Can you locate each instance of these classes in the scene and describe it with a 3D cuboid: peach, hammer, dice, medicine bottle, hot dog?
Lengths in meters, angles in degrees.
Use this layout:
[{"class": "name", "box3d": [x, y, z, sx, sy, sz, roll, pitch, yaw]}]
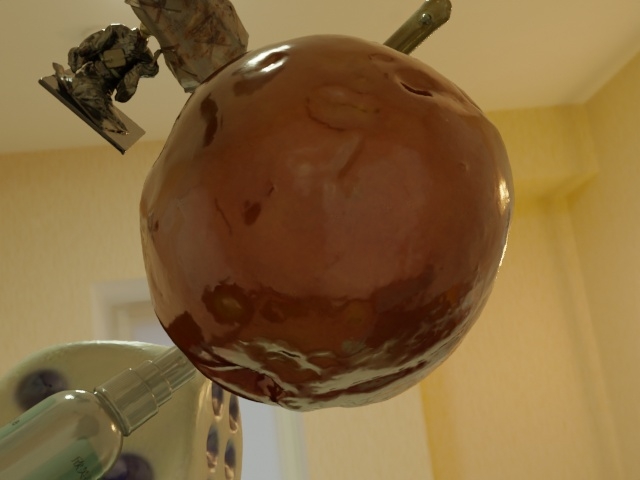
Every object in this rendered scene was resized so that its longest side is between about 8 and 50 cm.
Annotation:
[{"class": "peach", "box3d": [0.000, 0.000, 0.739, 0.343, 0.301, 0.343, 10, -31, 6]}, {"class": "hammer", "box3d": [0.102, -0.296, 1.401, 0.305, 0.202, 0.113, -39, -17, 23]}, {"class": "dice", "box3d": [-0.289, 0.308, 1.200, 0.304, 0.277, 0.304, -2, -27, 7]}, {"class": "medicine bottle", "box3d": [-0.289, 0.230, 0.915, 0.352, 0.110, 0.110, -34, 1, -31]}, {"class": "hot dog", "box3d": [-0.185, -0.305, 1.155, 0.131, 0.069, 0.252, -46, -41, -7]}]

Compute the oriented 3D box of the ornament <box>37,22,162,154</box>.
[{"class": "ornament", "box3d": [-0.278, -0.263, 1.207, 0.196, 0.166, 0.153, -48, 13, 11]}]
